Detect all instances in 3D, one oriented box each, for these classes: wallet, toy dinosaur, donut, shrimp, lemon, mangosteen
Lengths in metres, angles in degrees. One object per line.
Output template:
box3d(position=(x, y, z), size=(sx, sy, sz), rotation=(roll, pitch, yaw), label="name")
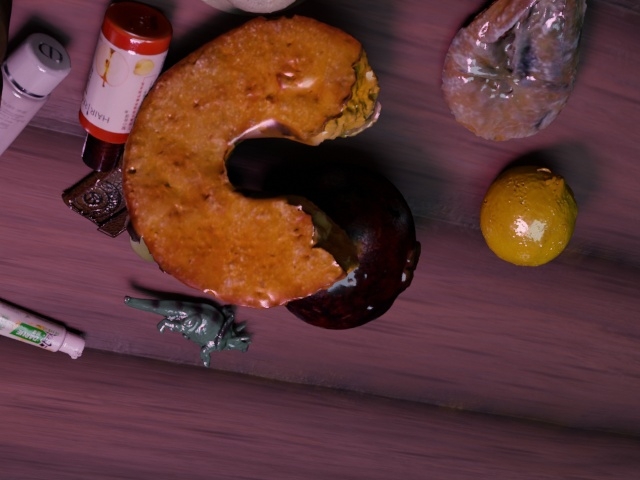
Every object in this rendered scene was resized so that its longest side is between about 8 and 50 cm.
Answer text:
box3d(position=(-0.307, -0.098, 1.850), size=(0.243, 0.039, 0.133), rotation=(-31, 134, 20), label="wallet")
box3d(position=(-0.261, 0.164, 2.082), size=(0.292, 0.079, 0.120), rotation=(16, 122, -27), label="toy dinosaur")
box3d(position=(-0.098, -0.119, 1.663), size=(0.378, 0.435, 0.163), rotation=(11, 178, 12), label="donut")
box3d(position=(0.313, -0.331, 1.721), size=(0.221, 0.110, 0.445), rotation=(2, 137, -2), label="shrimp")
box3d(position=(0.372, -0.047, 1.939), size=(0.173, 0.173, 0.206), rotation=(10, 133, -19), label="lemon")
box3d(position=(0.016, 0.010, 1.854), size=(0.311, 0.311, 0.311), rotation=(-6, 134, -6), label="mangosteen")

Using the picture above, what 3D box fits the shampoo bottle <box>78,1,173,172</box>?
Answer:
box3d(position=(-0.312, -0.226, 1.683), size=(0.104, 0.104, 0.278), rotation=(10, 130, -19), label="shampoo bottle")

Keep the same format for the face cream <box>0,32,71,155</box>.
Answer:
box3d(position=(-0.507, -0.202, 1.687), size=(0.143, 0.089, 0.314), rotation=(31, 129, -34), label="face cream")

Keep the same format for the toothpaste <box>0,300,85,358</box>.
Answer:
box3d(position=(-0.586, 0.145, 2.019), size=(0.314, 0.058, 0.056), rotation=(25, 149, -29), label="toothpaste")

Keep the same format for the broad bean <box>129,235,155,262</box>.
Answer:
box3d(position=(-0.237, -0.025, 1.876), size=(0.169, 0.100, 0.228), rotation=(2, 147, -27), label="broad bean")

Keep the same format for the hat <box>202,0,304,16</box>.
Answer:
box3d(position=(-0.085, -0.399, 1.548), size=(0.257, 0.130, 0.257), rotation=(-6, 134, -7), label="hat")

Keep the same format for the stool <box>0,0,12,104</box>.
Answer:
box3d(position=(-0.520, -0.273, 1.487), size=(0.179, 0.264, 0.179), rotation=(-5, 134, -6), label="stool")
